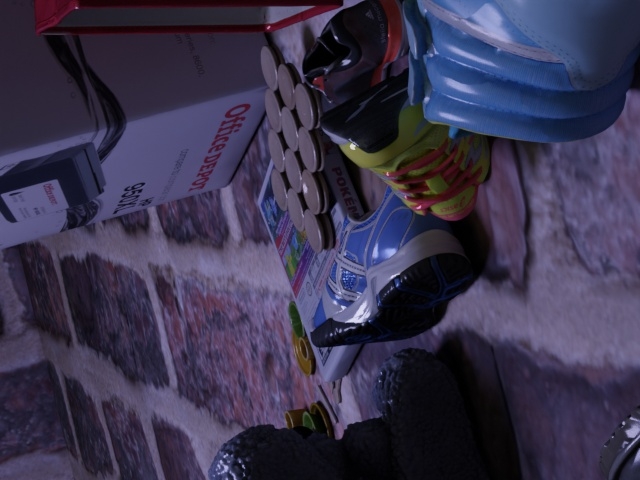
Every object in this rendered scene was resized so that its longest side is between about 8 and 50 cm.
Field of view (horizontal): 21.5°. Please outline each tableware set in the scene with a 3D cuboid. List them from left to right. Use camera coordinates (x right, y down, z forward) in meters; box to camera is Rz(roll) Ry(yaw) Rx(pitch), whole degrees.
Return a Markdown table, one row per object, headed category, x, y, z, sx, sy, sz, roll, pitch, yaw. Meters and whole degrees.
| category | x | y | z | sx | sy | sz | roll | pitch | yaw |
| --- | --- | --- | --- | --- | --- | --- | --- | --- | --- |
| tableware set | -0.014 | 0.131 | 1.539 | 0.154 | 0.024 | 0.104 | 95 | 154 | -48 |

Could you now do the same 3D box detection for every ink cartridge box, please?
| category | x | y | z | sx | sy | sz | roll | pitch | yaw |
| --- | --- | --- | --- | --- | --- | --- | --- | --- | --- |
| ink cartridge box | -0.262 | -0.113 | 1.500 | 0.285 | 0.394 | 0.166 | 128 | 123 | -68 |

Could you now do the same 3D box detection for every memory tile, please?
| category | x | y | z | sx | sy | sz | roll | pitch | yaw |
| --- | --- | --- | --- | --- | --- | --- | --- | --- | --- |
| memory tile | -0.018 | -0.072 | 1.333 | 0.113 | 0.012 | 0.148 | -130 | 31 | -54 |

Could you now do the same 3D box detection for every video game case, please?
| category | x | y | z | sx | sy | sz | roll | pitch | yaw |
| --- | --- | --- | --- | --- | --- | --- | --- | --- | --- |
| video game case | 0.000 | 0.000 | 1.397 | 0.201 | 0.023 | 0.183 | 112 | 140 | -63 |

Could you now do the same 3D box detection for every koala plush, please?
| category | x | y | z | sx | sy | sz | roll | pitch | yaw |
| --- | --- | --- | --- | --- | --- | --- | --- | --- | --- |
| koala plush | 0.014 | 0.211 | 1.260 | 0.203 | 0.196 | 0.221 | 65 | 158 | 1 |

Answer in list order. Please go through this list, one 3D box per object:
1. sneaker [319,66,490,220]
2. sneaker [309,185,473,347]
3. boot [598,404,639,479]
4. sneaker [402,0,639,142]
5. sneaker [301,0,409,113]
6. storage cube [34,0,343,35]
| category | x | y | z | sx | sy | sz | roll | pitch | yaw |
| --- | --- | --- | --- | --- | --- | --- | --- | --- | --- |
| sneaker | 0.065 | -0.056 | 1.003 | 0.094 | 0.081 | 0.208 | 65 | -163 | 0 |
| sneaker | 0.046 | 0.022 | 1.204 | 0.211 | 0.080 | 0.081 | 135 | 126 | -59 |
| boot | 0.222 | 0.152 | 0.776 | 0.208 | 0.076 | 0.190 | 61 | 156 | 22 |
| sneaker | 0.067 | -0.175 | 0.891 | 0.208 | 0.127 | 0.319 | 96 | 154 | -45 |
| sneaker | 0.012 | -0.127 | 1.190 | 0.158 | 0.064 | 0.061 | 117 | 136 | -64 |
| storage cube | -0.101 | -0.251 | 1.201 | 0.183 | 0.214 | 0.193 | -177 | 83 | -72 |
